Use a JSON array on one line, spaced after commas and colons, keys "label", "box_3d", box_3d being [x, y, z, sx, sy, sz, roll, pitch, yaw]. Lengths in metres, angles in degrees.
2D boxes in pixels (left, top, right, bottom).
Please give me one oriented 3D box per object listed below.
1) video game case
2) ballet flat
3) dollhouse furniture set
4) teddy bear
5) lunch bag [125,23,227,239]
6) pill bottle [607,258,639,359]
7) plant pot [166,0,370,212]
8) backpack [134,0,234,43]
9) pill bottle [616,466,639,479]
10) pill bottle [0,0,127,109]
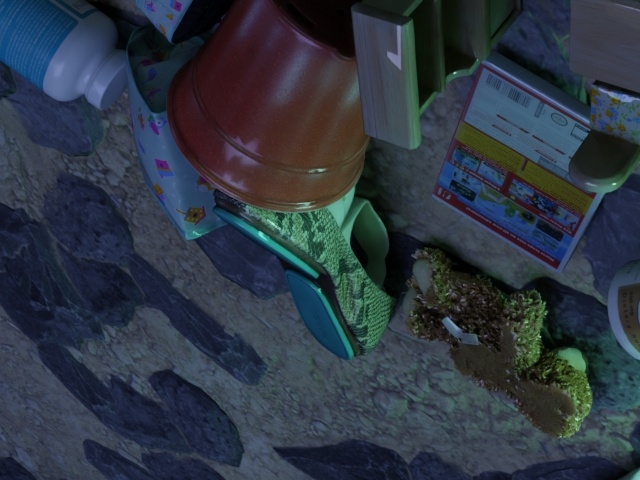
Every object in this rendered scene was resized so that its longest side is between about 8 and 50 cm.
[{"label": "video game case", "box_3d": [0.259, -0.092, 1.861, 0.204, 0.025, 0.285, 32, 146, 11]}, {"label": "ballet flat", "box_3d": [0.000, 0.000, 2.061, 0.164, 0.182, 0.483, 31, 167, 32]}, {"label": "dollhouse furniture set", "box_3d": [0.268, -0.195, 1.545, 0.394, 0.256, 0.362, 21, 143, 26]}, {"label": "teddy bear", "box_3d": [0.253, 0.135, 2.110, 0.338, 0.113, 0.245, 27, 139, 31]}, {"label": "lunch bag", "box_3d": [-0.190, -0.165, 2.089, 0.262, 0.160, 0.223, -127, 22, -52]}, {"label": "pill bottle", "box_3d": [0.469, 0.070, 1.778, 0.131, 0.131, 0.229, 51, 145, -17]}, {"label": "plant pot", "box_3d": [-0.022, -0.220, 1.820, 0.272, 0.272, 0.265, 37, 138, 4]}, {"label": "backpack", "box_3d": [-0.157, -0.346, 1.863, 0.144, 0.166, 0.188, 39, 143, 7]}, {"label": "pill bottle", "box_3d": [0.454, 0.439, 2.212, 0.152, 0.152, 0.272, 39, 148, 0]}, {"label": "pill bottle", "box_3d": [-0.399, -0.302, 2.169, 0.264, 0.146, 0.146, 36, 147, 6]}]
